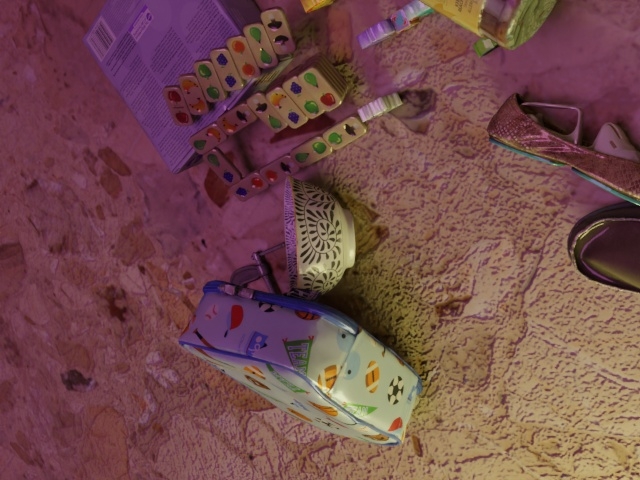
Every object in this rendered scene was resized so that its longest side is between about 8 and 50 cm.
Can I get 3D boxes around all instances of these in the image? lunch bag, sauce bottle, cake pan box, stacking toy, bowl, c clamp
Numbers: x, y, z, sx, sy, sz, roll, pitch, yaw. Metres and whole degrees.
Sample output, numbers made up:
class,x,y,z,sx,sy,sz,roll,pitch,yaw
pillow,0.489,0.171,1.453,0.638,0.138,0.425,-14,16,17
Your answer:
class,x,y,z,sx,sy,sz,roll,pitch,yaw
lunch bag,-0.027,0.153,1.194,0.243,0.115,0.303,10,156,38
sauce bottle,0.084,-0.321,0.966,0.344,0.111,0.111,38,128,21
cake pan box,-0.192,-0.256,1.284,0.246,0.070,0.267,55,132,9
stacking toy,0.092,-0.252,1.068,0.221,0.052,0.167,-25,92,41
bowl,0.000,0.000,1.209,0.080,0.170,0.170,-3,113,-7
c clamp,-0.077,0.091,1.367,0.137,0.022,0.161,-14,99,41

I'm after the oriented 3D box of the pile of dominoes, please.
class,x,y,z,sx,sy,sz,roll,pitch,yaw
pile of dominoes,-0.082,-0.156,1.191,0.251,0.040,0.196,-27,115,36

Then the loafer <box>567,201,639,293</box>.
class,x,y,z,sx,sy,sz,roll,pitch,yaw
loafer,0.359,0.018,0.941,0.251,0.087,0.094,5,111,37

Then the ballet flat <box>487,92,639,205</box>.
class,x,y,z,sx,sy,sz,roll,pitch,yaw
ballet flat,0.270,-0.099,0.980,0.206,0.073,0.067,27,109,24
